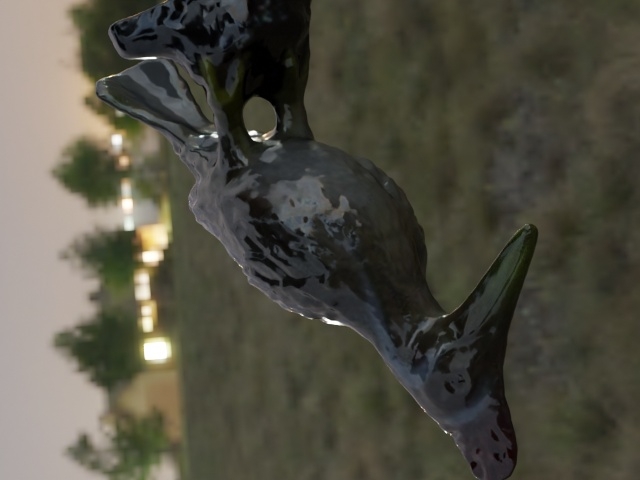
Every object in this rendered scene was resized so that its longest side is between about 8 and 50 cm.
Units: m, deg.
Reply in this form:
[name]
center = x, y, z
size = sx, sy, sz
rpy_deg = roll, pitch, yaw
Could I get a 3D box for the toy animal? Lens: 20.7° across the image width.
[toy animal]
center = 0.000, -0.010, 0.542
size = 0.202, 0.070, 0.105
rpy_deg = 50, 143, 20
